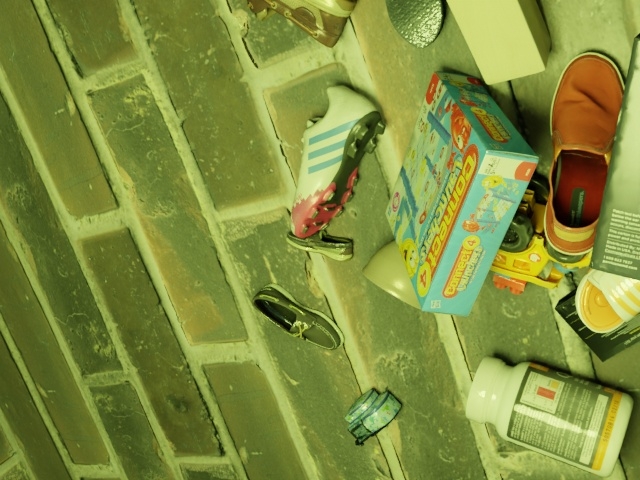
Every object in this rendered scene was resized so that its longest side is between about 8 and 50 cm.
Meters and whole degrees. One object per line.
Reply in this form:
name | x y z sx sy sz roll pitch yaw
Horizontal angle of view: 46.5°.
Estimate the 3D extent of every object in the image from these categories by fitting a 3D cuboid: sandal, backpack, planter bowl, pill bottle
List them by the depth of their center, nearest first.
sandal | 0.527 0.045 1.221 0.102 0.076 0.265 42 104 5
sandal | 0.145 -0.457 1.294 0.097 0.054 0.254 -27 87 30
pill bottle | 0.429 0.323 1.410 0.279 0.162 0.162 17 120 23
planter bowl | 0.176 0.053 1.455 0.162 0.162 0.109 31 99 16
backpack | 0.116 0.385 1.666 0.114 0.105 0.084 -40 89 32

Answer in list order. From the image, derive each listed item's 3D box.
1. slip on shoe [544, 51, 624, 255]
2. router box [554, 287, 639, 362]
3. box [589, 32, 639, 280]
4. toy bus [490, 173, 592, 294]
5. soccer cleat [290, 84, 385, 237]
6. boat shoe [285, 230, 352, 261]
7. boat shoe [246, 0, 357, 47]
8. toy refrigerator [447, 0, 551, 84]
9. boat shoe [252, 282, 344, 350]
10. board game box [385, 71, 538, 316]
slip on shoe | 0.413 -0.144 1.162 0.123 0.101 0.331 8 79 17
router box | 0.531 0.119 1.324 0.133 0.046 0.179 49 127 3
box | 0.518 -0.142 1.025 0.179 0.343 0.312 16 119 25
toy bus | 0.385 0.013 1.315 0.220 0.149 0.211 17 133 21
soccer cleat | 0.009 -0.157 1.486 0.143 0.116 0.331 47 127 24
boat shoe | 0.000 0.000 1.591 0.152 0.056 0.049 16 115 14
boat shoe | -0.100 -0.468 1.390 0.342 0.123 0.123 29 123 9
toy refrigerator | 0.264 -0.384 1.159 0.102 0.094 0.269 -9 134 34
boat shoe | -0.054 0.186 1.697 0.228 0.069 0.081 32 125 15
board game box | 0.221 -0.085 1.266 0.086 0.302 0.308 8 122 -14
